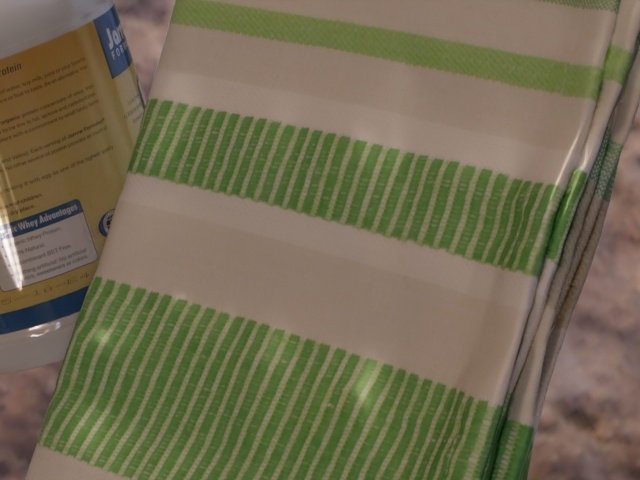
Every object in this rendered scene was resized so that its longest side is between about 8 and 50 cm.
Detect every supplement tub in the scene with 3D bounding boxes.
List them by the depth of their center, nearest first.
[{"bbox_3d":[-0.153,-0.052,0.902,0.144,0.144,0.200,-67,-37,-68],"label":"supplement tub"}]

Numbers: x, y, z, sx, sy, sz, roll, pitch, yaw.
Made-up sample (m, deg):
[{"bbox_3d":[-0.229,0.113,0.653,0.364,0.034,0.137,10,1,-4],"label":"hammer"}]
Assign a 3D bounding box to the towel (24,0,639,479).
[{"bbox_3d":[0.000,0.000,0.758,0.038,0.248,0.325,21,-96,-50],"label":"towel"}]
